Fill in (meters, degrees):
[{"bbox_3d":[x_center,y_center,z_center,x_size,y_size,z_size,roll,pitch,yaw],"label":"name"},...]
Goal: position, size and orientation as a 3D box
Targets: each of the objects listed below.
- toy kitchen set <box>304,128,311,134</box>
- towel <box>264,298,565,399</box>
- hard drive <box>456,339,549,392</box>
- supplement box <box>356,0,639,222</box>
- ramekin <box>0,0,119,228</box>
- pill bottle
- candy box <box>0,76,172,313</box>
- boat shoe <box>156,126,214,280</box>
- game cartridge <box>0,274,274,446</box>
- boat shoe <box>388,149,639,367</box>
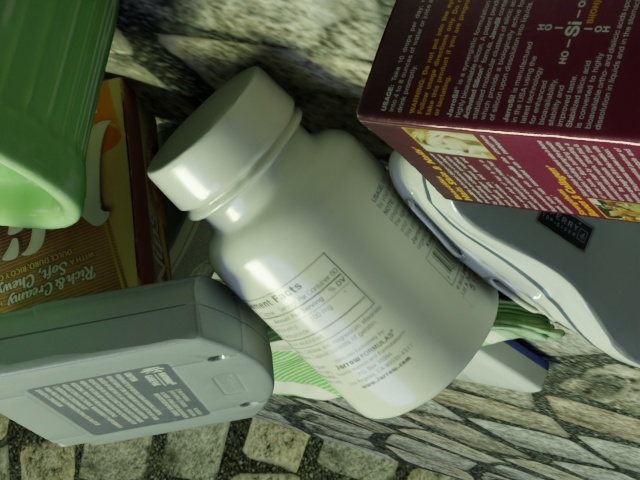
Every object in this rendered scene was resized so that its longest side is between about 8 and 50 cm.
[{"bbox_3d":[-0.022,-0.038,0.971,0.083,0.075,0.068,13,164,13],"label":"toy kitchen set"},{"bbox_3d":[0.024,0.101,1.205,0.248,0.038,0.325,9,160,-42],"label":"towel"},{"bbox_3d":[0.064,0.072,1.354,0.210,0.040,0.319,6,160,45],"label":"hard drive"},{"bbox_3d":[0.127,-0.065,0.638,0.188,0.080,0.104,9,163,37],"label":"supplement box"},{"bbox_3d":[-0.267,-0.126,0.780,0.303,0.148,0.303,15,168,3],"label":"ramekin"},{"bbox_3d":[0.000,0.000,0.881,0.229,0.131,0.131,45,159,-17],"label":"pill bottle"},{"bbox_3d":[-0.279,0.003,1.010,0.316,0.183,0.087,-11,161,8],"label":"candy box"},{"bbox_3d":[-0.129,0.014,1.149,0.103,0.118,0.320,-5,146,-26],"label":"boat shoe"},{"bbox_3d":[-0.134,0.095,0.974,0.196,0.060,0.294,-7,162,2],"label":"game cartridge"},{"bbox_3d":[0.153,0.002,0.878,0.258,0.095,0.084,39,163,-27],"label":"boat shoe"}]
